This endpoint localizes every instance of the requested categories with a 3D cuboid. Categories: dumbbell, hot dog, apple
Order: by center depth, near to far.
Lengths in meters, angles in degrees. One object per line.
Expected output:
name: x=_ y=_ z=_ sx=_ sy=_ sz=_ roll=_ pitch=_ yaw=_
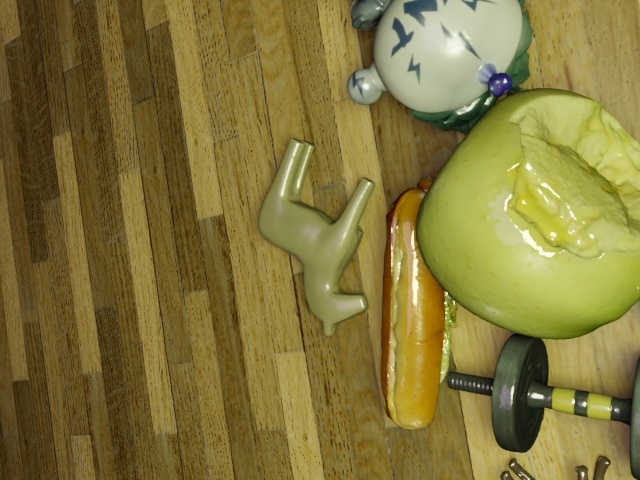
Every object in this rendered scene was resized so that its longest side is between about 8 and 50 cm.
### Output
apple: x=0.244 y=-0.022 z=0.740 sx=0.279 sy=0.279 sz=0.279 roll=1 pitch=92 yaw=33
dumbbell: x=0.304 y=0.188 z=0.770 sx=0.326 sy=0.143 sz=0.143 roll=4 pitch=93 yaw=33
hot dog: x=0.135 y=0.080 z=0.888 sx=0.100 sy=0.135 sz=0.337 roll=3 pitch=93 yaw=11

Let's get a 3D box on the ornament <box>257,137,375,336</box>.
ornament: x=0.000 y=0.000 z=1.011 sx=0.230 sy=0.061 sz=0.244 roll=31 pitch=106 yaw=26

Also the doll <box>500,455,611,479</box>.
doll: x=0.314 y=0.350 z=0.822 sx=0.139 sy=0.057 sz=0.165 roll=-17 pitch=86 yaw=29

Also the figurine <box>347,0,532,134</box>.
figurine: x=0.112 y=-0.300 z=0.865 sx=0.382 sy=0.186 sz=0.261 roll=49 pitch=121 yaw=17
